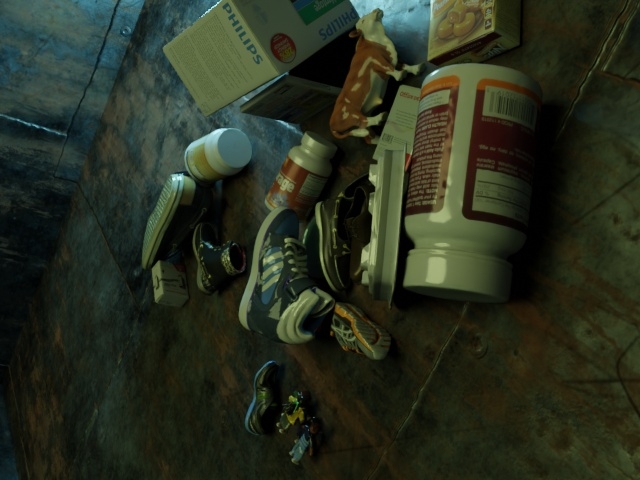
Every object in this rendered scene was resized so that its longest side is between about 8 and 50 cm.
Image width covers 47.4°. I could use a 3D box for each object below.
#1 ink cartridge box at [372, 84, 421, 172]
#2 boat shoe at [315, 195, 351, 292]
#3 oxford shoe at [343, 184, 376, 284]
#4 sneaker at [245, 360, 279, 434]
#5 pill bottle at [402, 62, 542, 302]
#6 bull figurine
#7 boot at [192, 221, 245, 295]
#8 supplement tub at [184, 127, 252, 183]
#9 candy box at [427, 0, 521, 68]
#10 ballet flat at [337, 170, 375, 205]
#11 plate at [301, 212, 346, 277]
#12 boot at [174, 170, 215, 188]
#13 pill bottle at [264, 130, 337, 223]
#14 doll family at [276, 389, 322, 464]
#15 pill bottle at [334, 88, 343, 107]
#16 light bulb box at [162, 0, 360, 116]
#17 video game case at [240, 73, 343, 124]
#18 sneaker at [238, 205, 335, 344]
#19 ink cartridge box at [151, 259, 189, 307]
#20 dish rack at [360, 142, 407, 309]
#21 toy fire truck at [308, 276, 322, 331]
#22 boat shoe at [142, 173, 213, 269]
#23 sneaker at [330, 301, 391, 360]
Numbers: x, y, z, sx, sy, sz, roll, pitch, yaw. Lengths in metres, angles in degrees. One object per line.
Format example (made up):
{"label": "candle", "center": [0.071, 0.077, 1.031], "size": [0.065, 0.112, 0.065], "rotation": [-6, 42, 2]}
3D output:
{"label": "ink cartridge box", "center": [0.203, -0.237, 1.583], "size": [0.127, 0.072, 0.175], "rotation": [33, 105, 54]}
{"label": "boat shoe", "center": [0.042, 0.007, 1.706], "size": [0.068, 0.081, 0.228], "rotation": [-19, 72, 29]}
{"label": "oxford shoe", "center": [0.086, -0.015, 1.647], "size": [0.082, 0.096, 0.227], "rotation": [-3, 77, 52]}
{"label": "sneaker", "center": [-0.132, 0.398, 1.834], "size": [0.078, 0.067, 0.188], "rotation": [9, 83, 34]}
{"label": "pill bottle", "center": [0.268, -0.094, 1.314], "size": [0.224, 0.224, 0.392], "rotation": [-3, 75, 54]}
{"label": "bull figurine", "center": [0.123, -0.372, 1.693], "size": [0.188, 0.101, 0.311], "rotation": [31, 109, 37]}
{"label": "boot", "center": [-0.298, 0.028, 2.174], "size": [0.178, 0.085, 0.237], "rotation": [-31, 56, 40]}
{"label": "supplement tub", "center": [-0.314, -0.261, 2.243], "size": [0.199, 0.144, 0.144], "rotation": [-12, 68, 52]}
{"label": "candy box", "center": [0.321, -0.529, 1.515], "size": [0.183, 0.087, 0.317], "rotation": [-13, 68, 52]}
{"label": "ballet flat", "center": [0.092, -0.132, 1.718], "size": [0.173, 0.049, 0.058], "rotation": [-33, 51, 43]}
{"label": "plate", "center": [0.000, 0.000, 1.820], "size": [0.188, 0.024, 0.188], "rotation": [-25, 58, 48]}
{"label": "boot", "center": [-0.409, -0.169, 2.425], "size": [0.219, 0.082, 0.106], "rotation": [16, 114, 50]}
{"label": "pill bottle", "center": [-0.046, -0.162, 1.858], "size": [0.216, 0.121, 0.121], "rotation": [-62, 37, 18]}
{"label": "doll family", "center": [-0.043, 0.423, 1.687], "size": [0.111, 0.076, 0.193], "rotation": [-54, 45, 20]}
{"label": "pill bottle", "center": [0.087, -0.366, 1.798], "size": [0.116, 0.065, 0.065], "rotation": [-62, 37, 17]}
{"label": "light bulb box", "center": [-0.157, -0.544, 1.921], "size": [0.361, 0.225, 0.358], "rotation": [-14, 24, 51]}
{"label": "video game case", "center": [-0.075, -0.366, 1.909], "size": [0.212, 0.193, 0.023], "rotation": [-22, 69, 49]}
{"label": "sneaker", "center": [-0.046, 0.085, 1.709], "size": [0.236, 0.130, 0.323], "rotation": [9, 77, 35]}
{"label": "ink cartridge box", "center": [-0.489, 0.141, 2.376], "size": [0.056, 0.099, 0.135], "rotation": [-45, 46, 34]}
{"label": "dish rack", "center": [0.124, -0.021, 1.444], "size": [0.333, 0.072, 0.286], "rotation": [74, -158, -77]}
{"label": "toy fire truck", "center": [-0.060, 0.152, 1.825], "size": [0.192, 0.047, 0.135], "rotation": [6, 86, 57]}
{"label": "boat shoe", "center": [-0.481, -0.037, 2.388], "size": [0.500, 0.155, 0.187], "rotation": [131, 145, -49]}
{"label": "sneaker", "center": [0.084, 0.211, 1.585], "size": [0.083, 0.084, 0.215], "rotation": [-69, 26, 12]}
